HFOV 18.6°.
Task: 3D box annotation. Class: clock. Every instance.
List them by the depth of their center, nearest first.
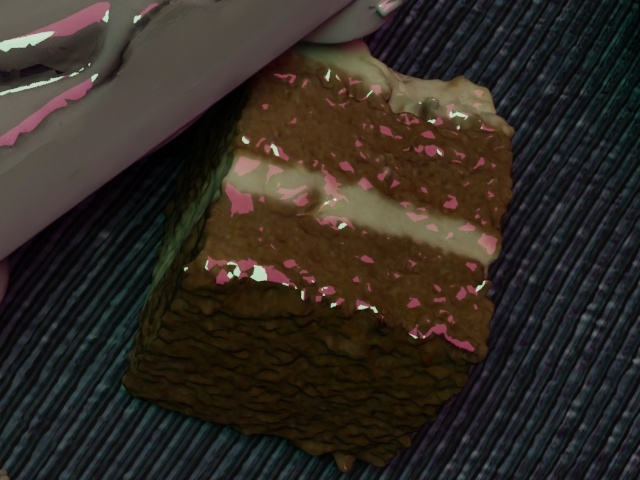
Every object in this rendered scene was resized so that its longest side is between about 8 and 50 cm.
[{"bbox_3d":[-0.156,-0.146,0.786,0.295,0.113,0.322,-38,64,-19],"label":"clock"}]

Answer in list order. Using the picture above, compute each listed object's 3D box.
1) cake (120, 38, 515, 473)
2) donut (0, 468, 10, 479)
[{"bbox_3d":[0.000,0.000,0.849,0.135,0.134,0.147,18,54,-14],"label":"cake"},{"bbox_3d":[-0.174,0.189,0.726,0.199,0.085,0.233,36,61,-7],"label":"donut"}]
